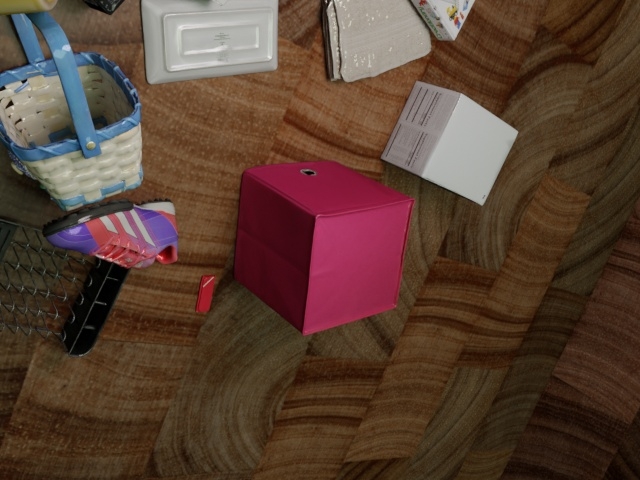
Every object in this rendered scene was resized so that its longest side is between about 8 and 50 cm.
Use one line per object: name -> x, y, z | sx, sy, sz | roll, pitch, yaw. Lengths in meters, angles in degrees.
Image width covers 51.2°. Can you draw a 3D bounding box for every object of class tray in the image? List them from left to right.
tray -> -0.182, -0.360, 1.187 | 0.270, 0.030, 0.145 | -17, 123, -33

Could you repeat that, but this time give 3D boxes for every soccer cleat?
soccer cleat -> -0.324, -0.003, 1.098 | 0.318, 0.108, 0.117 | -18, 93, -75

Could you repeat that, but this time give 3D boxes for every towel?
towel -> 0.125, -0.448, 1.388 | 0.282, 0.049, 0.187 | -27, 128, -27

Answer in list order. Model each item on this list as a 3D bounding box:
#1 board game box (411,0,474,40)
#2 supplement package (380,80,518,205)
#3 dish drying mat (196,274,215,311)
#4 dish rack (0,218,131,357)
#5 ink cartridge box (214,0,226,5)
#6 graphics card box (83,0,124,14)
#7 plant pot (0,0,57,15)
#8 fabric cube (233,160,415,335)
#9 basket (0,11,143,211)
board game box -> 0.287, -0.606, 1.402 | 0.193, 0.053, 0.305 | 38, 75, -44
supplement package -> 0.312, -0.228, 1.595 | 0.261, 0.145, 0.204 | 17, 101, -45
dish drying mat -> -0.241, 0.112, 1.402 | 0.032, 0.008, 0.083 | -3, 114, -40
dish rack -> -0.484, 0.076, 1.131 | 0.271, 0.074, 0.208 | 22, 97, -44
ink cartridge box -> -0.167, -0.480, 1.086 | 0.109, 0.063, 0.150 | 26, 109, -40
graphics card box -> -0.356, -0.527, 0.906 | 0.233, 0.094, 0.371 | -52, 134, -6
plant pot -> -0.432, -0.360, 0.759 | 0.238, 0.254, 0.254 | 3, 114, -8
fabric cube -> 0.000, 0.000, 1.372 | 0.254, 0.258, 0.259 | -10, 118, -36
basket -> -0.370, -0.204, 0.953 | 0.201, 0.255, 0.289 | -21, 135, -24
